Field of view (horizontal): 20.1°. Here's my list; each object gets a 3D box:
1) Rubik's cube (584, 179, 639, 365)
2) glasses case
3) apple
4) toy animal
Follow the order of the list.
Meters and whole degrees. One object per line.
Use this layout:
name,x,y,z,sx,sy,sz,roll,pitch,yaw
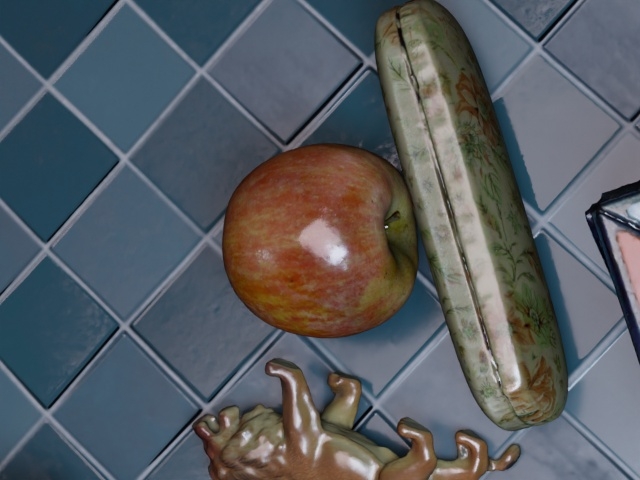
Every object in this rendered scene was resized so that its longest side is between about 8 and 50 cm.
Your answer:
Rubik's cube,0.397,0.053,1.611,0.246,0.248,0.250,-20,79,10
glasses case,0.144,-0.027,1.729,0.098,0.156,0.425,-19,80,20
apple,0.000,0.000,1.749,0.173,0.188,0.188,-4,83,27
toy animal,0.021,0.218,1.779,0.312,0.097,0.158,24,103,13
